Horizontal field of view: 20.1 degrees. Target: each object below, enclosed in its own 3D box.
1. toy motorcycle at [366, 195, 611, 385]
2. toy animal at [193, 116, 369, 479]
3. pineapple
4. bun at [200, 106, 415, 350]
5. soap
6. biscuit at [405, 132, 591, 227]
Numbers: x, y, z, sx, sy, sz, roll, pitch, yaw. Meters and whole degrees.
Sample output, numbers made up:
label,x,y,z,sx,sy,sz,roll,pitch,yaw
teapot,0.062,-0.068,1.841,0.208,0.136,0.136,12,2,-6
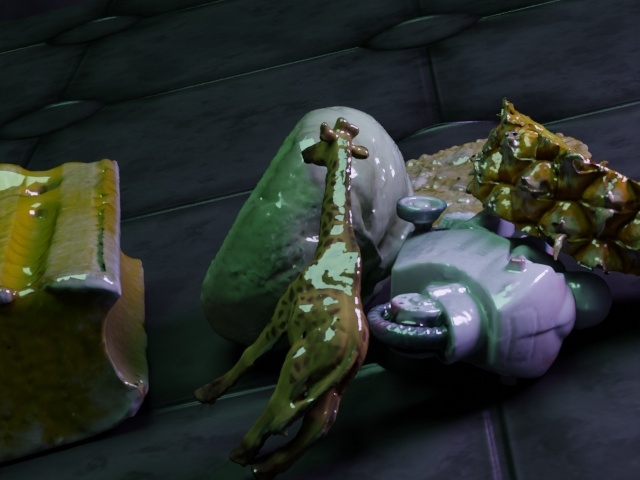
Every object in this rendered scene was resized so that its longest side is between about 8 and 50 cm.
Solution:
label,x,y,z,sx,sy,sz,roll,pitch,yaw
toy motorcycle,0.131,0.039,1.344,0.171,0.110,0.260,7,17,12
toy animal,-0.007,0.039,1.278,0.054,0.275,0.149,26,-12,-31
pineapple,0.197,-0.029,1.336,0.233,0.079,0.135,26,17,22
bun,0.000,0.000,1.452,0.126,0.212,0.204,32,3,7
soap,-0.295,0.058,1.498,0.293,0.156,0.335,-13,19,-4
biscuit,0.143,-0.052,1.670,0.220,0.033,0.220,-15,19,5
